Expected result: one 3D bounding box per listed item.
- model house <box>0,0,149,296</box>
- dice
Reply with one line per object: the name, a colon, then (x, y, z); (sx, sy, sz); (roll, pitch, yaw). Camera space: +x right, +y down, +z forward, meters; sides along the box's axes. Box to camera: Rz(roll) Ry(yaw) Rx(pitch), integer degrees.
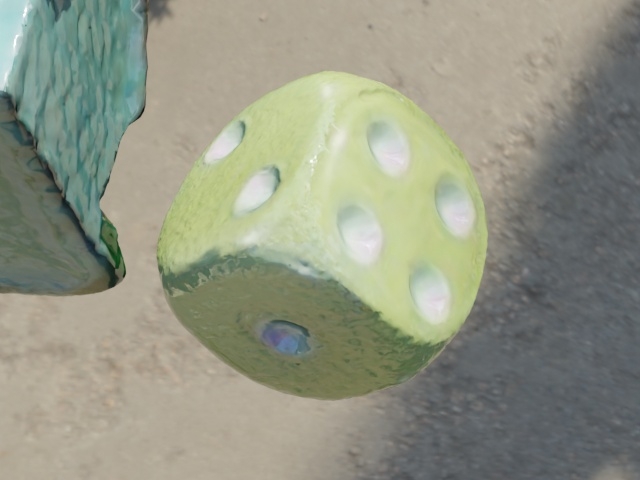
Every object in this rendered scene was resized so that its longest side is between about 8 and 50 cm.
model house: (-0.248, -0.127, 0.776); (0.281, 0.230, 0.248); (2, 59, 9)
dice: (0.000, 0.000, 1.305); (0.254, 0.252, 0.249); (-19, 39, 42)
